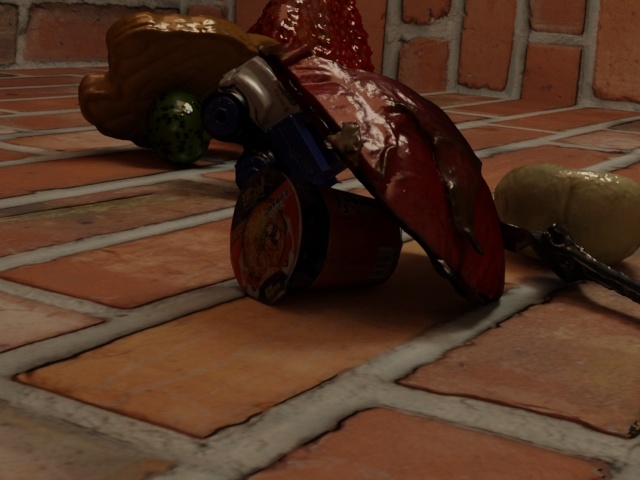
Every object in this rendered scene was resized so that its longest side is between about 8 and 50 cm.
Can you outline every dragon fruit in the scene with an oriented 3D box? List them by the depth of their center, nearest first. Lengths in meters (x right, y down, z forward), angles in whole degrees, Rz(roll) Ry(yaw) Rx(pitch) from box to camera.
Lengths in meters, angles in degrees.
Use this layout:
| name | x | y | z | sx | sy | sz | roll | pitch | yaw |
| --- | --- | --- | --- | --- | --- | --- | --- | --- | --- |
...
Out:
| name | x | y | z | sx | sy | sz | roll | pitch | yaw |
| --- | --- | --- | --- | --- | --- | --- | --- | --- | --- |
| dragon fruit | 0.109 | -0.055 | 1.073 | 0.343 | 0.100 | 0.282 | 34 | 21 | -54 |

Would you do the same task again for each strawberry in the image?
| name | x | y | z | sx | sy | sz | roll | pitch | yaw |
| --- | --- | --- | --- | --- | --- | --- | --- | --- | --- |
| strawberry | -0.028 | -0.347 | 2.064 | 0.267 | 0.351 | 0.312 | 14 | 8 | 9 |

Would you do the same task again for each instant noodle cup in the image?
| name | x | y | z | sx | sy | sz | roll | pitch | yaw |
| --- | --- | --- | --- | --- | --- | --- | --- | --- | --- |
| instant noodle cup | 0.000 | -0.002 | 1.065 | 0.135 | 0.127 | 0.127 | 5 | 10 | -34 |

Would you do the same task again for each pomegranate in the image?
| name | x | y | z | sx | sy | sz | roll | pitch | yaw |
| --- | --- | --- | --- | --- | --- | --- | --- | --- | --- |
| pomegranate | -0.204 | -0.178 | 1.759 | 0.161 | 0.122 | 0.122 | 1 | 12 | 9 |

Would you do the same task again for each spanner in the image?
| name | x | y | z | sx | sy | sz | roll | pitch | yaw |
| --- | --- | --- | --- | --- | --- | --- | --- | --- | --- |
| spanner | 0.297 | 0.048 | 1.048 | 0.093 | 0.026 | 0.325 | 47 | -8 | -34 |

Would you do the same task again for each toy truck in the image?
| name | x | y | z | sx | sy | sz | roll | pitch | yaw |
| --- | --- | --- | --- | --- | --- | --- | --- | --- | --- |
| toy truck | -0.042 | -0.162 | 1.548 | 0.177 | 0.213 | 0.161 | -30 | -1 | 28 |

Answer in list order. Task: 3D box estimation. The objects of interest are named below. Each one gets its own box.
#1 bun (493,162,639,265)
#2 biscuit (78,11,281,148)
| name | x | y | z | sx | sy | sz | roll | pitch | yaw |
| --- | --- | --- | --- | --- | --- | --- | --- | --- | --- |
| bun | 0.279 | -0.023 | 1.257 | 0.188 | 0.111 | 0.164 | 8 | -4 | 33 |
| biscuit | -0.230 | -0.251 | 1.821 | 0.312 | 0.057 | 0.351 | -34 | -30 | 30 |
